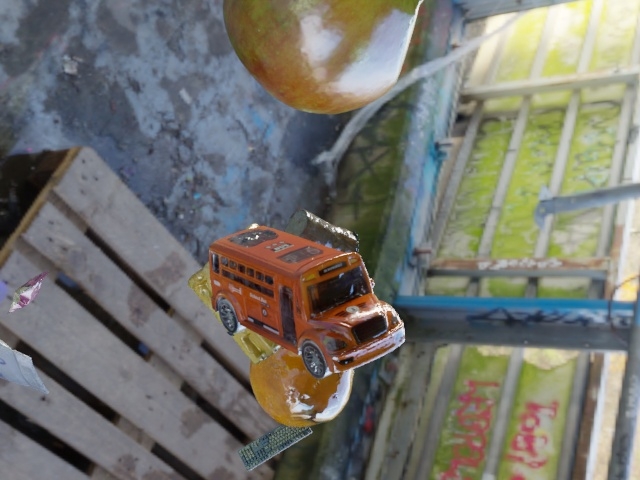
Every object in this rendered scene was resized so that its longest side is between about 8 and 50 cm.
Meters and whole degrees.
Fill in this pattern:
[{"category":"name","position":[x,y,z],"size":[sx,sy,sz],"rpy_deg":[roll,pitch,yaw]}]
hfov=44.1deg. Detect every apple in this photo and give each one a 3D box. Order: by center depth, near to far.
[{"category":"apple","position":[0.016,-0.277,0.927],"size":[0.246,0.226,0.246],"rpy_deg":[28,46,-33]}]

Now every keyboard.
[{"category":"keyboard","position":[-0.108,0.478,1.875],"size":[0.055,0.176,0.014],"rpy_deg":[58,-5,20]}]

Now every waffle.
[{"category":"waffle","position":[-0.120,0.105,1.495],"size":[0.221,0.248,0.055],"rpy_deg":[51,45,-2]}]

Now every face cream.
[{"category":"face cream","position":[-0.656,0.132,1.340],"size":[0.137,0.420,0.235],"rpy_deg":[-62,178,-28]}]

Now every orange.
[{"category":"orange","position":[-0.037,0.304,1.800],"size":[0.246,0.246,0.246],"rpy_deg":[3,86,-57]}]

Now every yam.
[{"category":"yam","position":[-0.002,0.000,1.381],"size":[0.127,0.084,0.084],"rpy_deg":[25,67,-35]}]

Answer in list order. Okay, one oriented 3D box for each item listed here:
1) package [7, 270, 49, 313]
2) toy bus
[{"category":"package","position":[-0.452,0.080,1.220],"size":[0.029,0.083,0.059],"rpy_deg":[46,45,-5]},{"category":"toy bus","position":[-0.030,0.079,1.160],"size":[0.143,0.329,0.153],"rpy_deg":[-19,114,-33]}]
